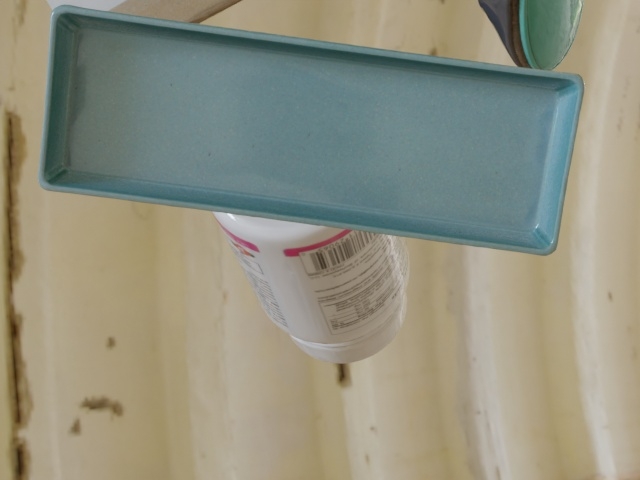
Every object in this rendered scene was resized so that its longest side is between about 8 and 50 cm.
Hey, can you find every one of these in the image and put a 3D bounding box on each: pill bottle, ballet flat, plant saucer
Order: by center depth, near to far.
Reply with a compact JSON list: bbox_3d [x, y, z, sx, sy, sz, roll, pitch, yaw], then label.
[{"bbox_3d":[-0.004,-0.040,0.385,0.191,0.067,0.018,8,11,0],"label":"plant saucer"},{"bbox_3d":[0.101,-0.172,0.547,0.074,0.074,0.203,-11,-32,6],"label":"ballet flat"},{"bbox_3d":[0.000,0.000,1.000,0.160,0.160,0.283,-11,-32,5],"label":"pill bottle"}]

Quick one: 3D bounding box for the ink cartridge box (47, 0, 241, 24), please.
[{"bbox_3d":[-0.113,-0.245,0.630,0.193,0.235,0.088,-20,17,33],"label":"ink cartridge box"}]
